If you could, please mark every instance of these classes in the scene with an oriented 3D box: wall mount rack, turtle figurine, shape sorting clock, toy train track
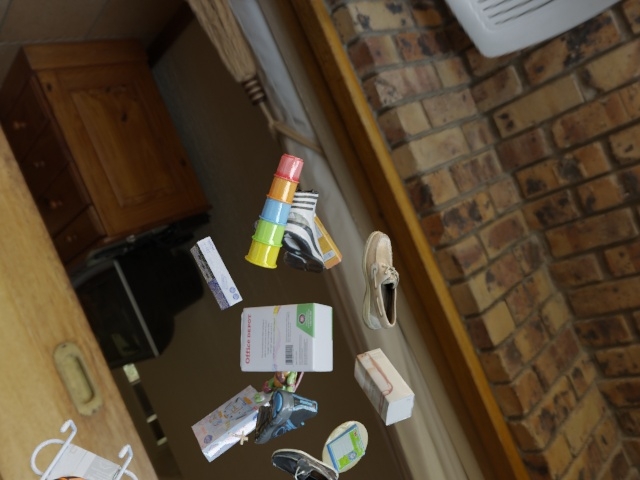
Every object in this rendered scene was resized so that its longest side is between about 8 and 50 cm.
[{"bbox_3d":[-0.712,0.694,1.613,0.130,0.349,0.304,99,13,-50],"label":"wall mount rack"},{"bbox_3d":[-0.191,0.542,2.124,0.274,0.197,0.266,-45,159,-61],"label":"turtle figurine"},{"bbox_3d":[0.091,0.770,2.118,0.206,0.206,0.040,-24,-154,-22],"label":"shape sorting clock"},{"bbox_3d":[-0.294,0.693,2.006,0.083,0.048,0.014,31,141,-32],"label":"toy train track"}]

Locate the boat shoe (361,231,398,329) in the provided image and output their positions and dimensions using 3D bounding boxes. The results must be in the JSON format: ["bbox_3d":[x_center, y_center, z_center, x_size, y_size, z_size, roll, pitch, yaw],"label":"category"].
[{"bbox_3d":[0.219,0.133,1.941,0.121,0.341,0.110,12,164,-41],"label":"boat shoe"}]

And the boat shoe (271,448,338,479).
[{"bbox_3d":[-0.056,0.761,1.879,0.233,0.084,0.079,19,-163,8],"label":"boat shoe"}]

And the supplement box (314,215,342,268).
[{"bbox_3d":[0.000,0.000,2.403,0.080,0.233,0.078,-29,-172,12],"label":"supplement box"}]

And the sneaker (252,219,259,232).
[{"bbox_3d":[-0.193,-0.022,2.433,0.234,0.084,0.097,14,147,-27],"label":"sneaker"}]

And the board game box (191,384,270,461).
[{"bbox_3d":[-0.378,0.767,2.414,0.318,0.066,0.318,-33,-170,-17],"label":"board game box"}]

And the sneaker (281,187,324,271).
[{"bbox_3d":[-0.045,-0.047,2.157,0.169,0.258,0.447,11,159,11],"label":"sneaker"}]

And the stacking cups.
[{"bbox_3d":[-0.120,-0.083,1.591,0.096,0.316,0.096,19,-171,-3],"label":"stacking cups"}]

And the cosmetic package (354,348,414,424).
[{"bbox_3d":[0.273,0.635,2.485,0.129,0.153,0.296,-13,-144,-22],"label":"cosmetic package"}]

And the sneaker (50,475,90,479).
[{"bbox_3d":[-0.539,0.640,1.126,0.124,0.321,0.180,-16,150,10],"label":"sneaker"}]

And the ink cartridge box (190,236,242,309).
[{"bbox_3d":[-0.308,0.099,1.669,0.046,0.207,0.097,-27,179,-28],"label":"ink cartridge box"}]

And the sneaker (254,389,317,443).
[{"bbox_3d":[-0.122,0.583,1.826,0.139,0.125,0.341,13,147,-17],"label":"sneaker"}]

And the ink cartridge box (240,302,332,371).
[{"bbox_3d":[-0.108,0.311,1.794,0.278,0.202,0.117,-8,165,30],"label":"ink cartridge box"}]
